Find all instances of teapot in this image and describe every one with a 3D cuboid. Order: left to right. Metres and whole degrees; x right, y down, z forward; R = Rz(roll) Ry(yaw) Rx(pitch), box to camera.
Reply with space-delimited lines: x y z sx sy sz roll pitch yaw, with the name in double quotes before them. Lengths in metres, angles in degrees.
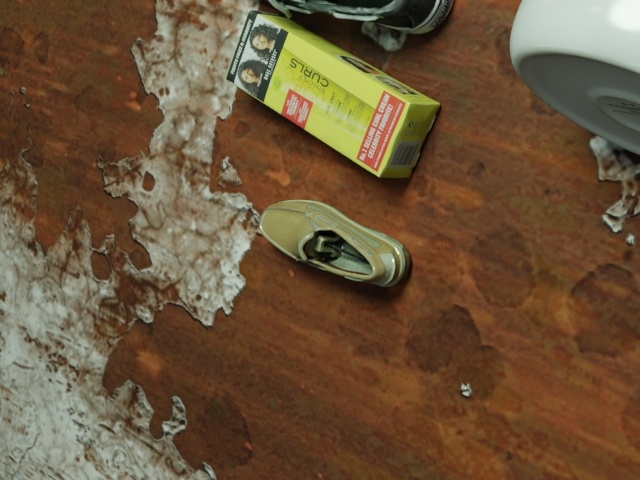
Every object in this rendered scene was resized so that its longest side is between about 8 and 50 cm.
"teapot" 0.281 -0.171 0.835 0.256 0.252 0.187 27 87 16

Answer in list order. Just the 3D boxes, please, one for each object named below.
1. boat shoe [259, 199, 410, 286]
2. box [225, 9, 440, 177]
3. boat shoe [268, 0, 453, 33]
"boat shoe" 0.000 0.000 1.162 0.190 0.072 0.068 16 104 37
"box" 0.008 -0.152 1.151 0.232 0.058 0.087 36 115 31
"boat shoe" -0.016 -0.277 1.128 0.306 0.105 0.113 32 113 32
